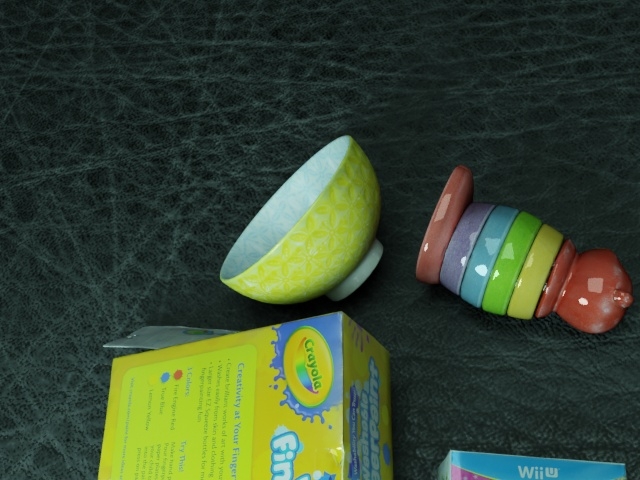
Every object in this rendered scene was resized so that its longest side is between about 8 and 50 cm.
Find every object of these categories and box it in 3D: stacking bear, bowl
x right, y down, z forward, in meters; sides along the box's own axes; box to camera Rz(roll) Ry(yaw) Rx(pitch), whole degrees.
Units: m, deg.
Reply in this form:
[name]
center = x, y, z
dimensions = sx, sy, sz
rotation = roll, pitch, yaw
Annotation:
[stacking bear]
center = 0.297, 0.038, 1.278
dimensions = 0.289, 0.175, 0.164
rotation = 22, 66, 17
[bowl]
center = 0.000, 0.000, 1.351
dimensions = 0.156, 0.289, 0.289
rotation = 43, 74, -14

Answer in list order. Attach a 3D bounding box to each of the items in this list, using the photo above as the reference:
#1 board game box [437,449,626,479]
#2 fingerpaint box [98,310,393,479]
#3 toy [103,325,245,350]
[board game box]
center = 0.253, 0.418, 1.074
dimensions = 0.224, 0.097, 0.303
rotation = 4, 61, -1
[fingerpaint box]
center = -0.099, 0.352, 1.154
dimensions = 0.371, 0.163, 0.445
rotation = -14, 57, 23
[toy]
center = -0.188, 0.169, 1.361
dimensions = 0.237, 0.137, 0.056
rotation = -2, 95, 15
